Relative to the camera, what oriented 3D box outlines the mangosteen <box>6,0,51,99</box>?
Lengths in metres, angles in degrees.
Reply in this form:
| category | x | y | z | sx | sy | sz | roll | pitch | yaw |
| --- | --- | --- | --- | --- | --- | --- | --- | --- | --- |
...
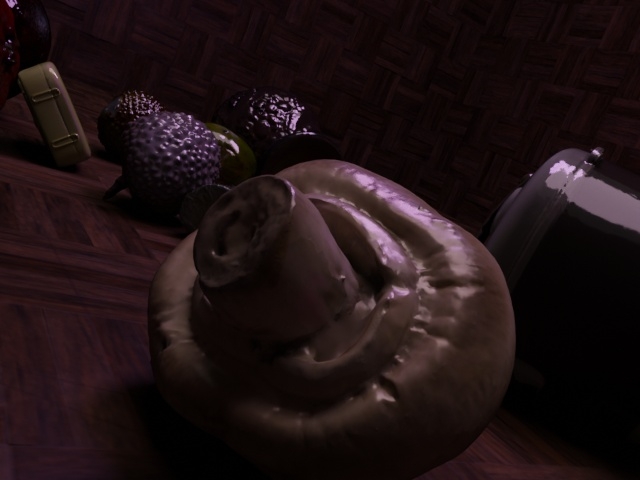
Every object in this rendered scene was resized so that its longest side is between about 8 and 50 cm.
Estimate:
| category | x | y | z | sx | sy | sz | roll | pitch | yaw |
| --- | --- | --- | --- | --- | --- | --- | --- | --- | --- |
| mangosteen | -0.674 | -0.431 | 1.216 | 0.306 | 0.359 | 0.306 | -5 | -4 | 0 |

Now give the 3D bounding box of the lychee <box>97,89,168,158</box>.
| category | x | y | z | sx | sy | sz | roll | pitch | yaw |
| --- | --- | --- | --- | --- | --- | --- | --- | --- | --- |
| lychee | -0.383 | -0.232 | 1.363 | 0.171 | 0.171 | 0.171 | 21 | 10 | -4 |

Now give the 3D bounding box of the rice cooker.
| category | x | y | z | sx | sy | sz | roll | pitch | yaw |
| --- | --- | --- | --- | --- | --- | --- | --- | --- | --- |
| rice cooker | 0.352 | 0.067 | 0.844 | 0.325 | 0.335 | 0.335 | 30 | 13 | 22 |

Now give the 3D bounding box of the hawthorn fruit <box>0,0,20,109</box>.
| category | x | y | z | sx | sy | sz | roll | pitch | yaw |
| --- | --- | --- | --- | --- | --- | --- | --- | --- | --- |
| hawthorn fruit | -0.616 | -0.296 | 0.957 | 0.308 | 0.265 | 0.265 | -2 | 17 | -16 |

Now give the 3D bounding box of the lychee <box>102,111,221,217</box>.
| category | x | y | z | sx | sy | sz | roll | pitch | yaw |
| --- | --- | --- | --- | --- | --- | --- | --- | --- | --- |
| lychee | -0.250 | -0.118 | 1.010 | 0.198 | 0.165 | 0.165 | -17 | 23 | -15 |

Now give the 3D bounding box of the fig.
| category | x | y | z | sx | sy | sz | roll | pitch | yaw |
| --- | --- | --- | --- | --- | --- | --- | --- | --- | --- |
| fig | -0.217 | -0.147 | 1.196 | 0.167 | 0.167 | 0.233 | 15 | 20 | -34 |

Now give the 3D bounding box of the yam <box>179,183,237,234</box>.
| category | x | y | z | sx | sy | sz | roll | pitch | yaw |
| --- | --- | --- | --- | --- | --- | --- | --- | --- | --- |
| yam | -0.132 | -0.039 | 1.016 | 0.107 | 0.107 | 0.183 | 24 | 10 | 13 |

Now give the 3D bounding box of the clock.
| category | x | y | z | sx | sy | sz | roll | pitch | yaw |
| --- | --- | --- | --- | --- | --- | --- | --- | --- | --- |
| clock | -0.474 | -0.225 | 1.137 | 0.069 | 0.170 | 0.232 | -25 | 24 | -18 |

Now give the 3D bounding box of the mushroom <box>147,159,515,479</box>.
| category | x | y | z | sx | sy | sz | roll | pitch | yaw |
| --- | --- | --- | --- | --- | --- | --- | --- | --- | --- |
| mushroom | -0.005 | 0.040 | 0.441 | 0.260 | 0.253 | 0.234 | -11 | -37 | 7 |

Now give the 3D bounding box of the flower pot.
| category | x | y | z | sx | sy | sz | roll | pitch | yaw |
| --- | --- | --- | --- | --- | --- | --- | --- | --- | --- |
| flower pot | -0.085 | -0.168 | 1.352 | 0.267 | 0.266 | 0.267 | 15 | 17 | -33 |
